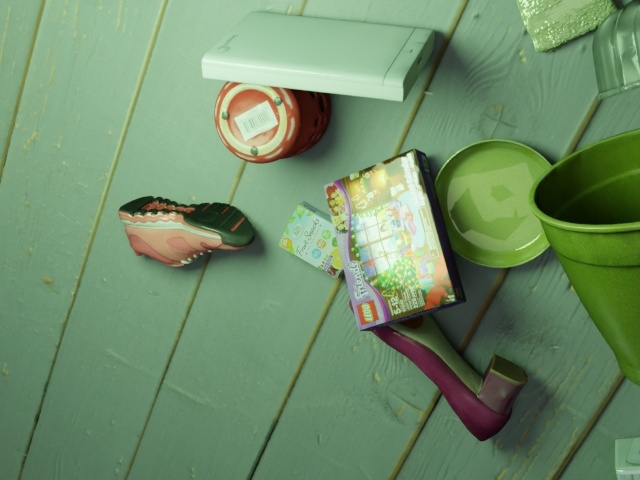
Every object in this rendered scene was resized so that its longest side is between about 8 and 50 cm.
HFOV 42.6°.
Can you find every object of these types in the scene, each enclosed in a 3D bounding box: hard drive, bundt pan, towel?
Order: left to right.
[{"bbox_3d":[0.002,-0.328,1.436,0.353,0.233,0.047,10,128,16],"label":"hard drive"},{"bbox_3d":[0.416,-0.391,1.384,0.148,0.027,0.110,-23,98,24],"label":"towel"},{"bbox_3d":[0.553,-0.318,1.198,0.331,0.331,0.124,-17,94,23],"label":"bundt pan"}]

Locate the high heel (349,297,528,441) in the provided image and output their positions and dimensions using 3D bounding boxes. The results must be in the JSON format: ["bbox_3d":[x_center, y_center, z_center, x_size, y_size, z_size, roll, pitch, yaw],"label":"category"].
[{"bbox_3d":[0.201,0.251,1.605,0.377,0.127,0.181,30,120,13],"label":"high heel"}]

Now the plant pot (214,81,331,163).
[{"bbox_3d":[-0.094,-0.242,1.529,0.191,0.174,0.191,5,105,19],"label":"plant pot"}]

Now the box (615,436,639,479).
[{"bbox_3d":[0.684,0.498,1.504,0.231,0.127,0.261,-12,101,21],"label":"box"}]

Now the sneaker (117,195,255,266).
[{"bbox_3d":[-0.272,-0.005,1.711,0.314,0.116,0.136,10,119,23],"label":"sneaker"}]

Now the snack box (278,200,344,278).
[{"bbox_3d":[0.000,0.000,1.641,0.141,0.037,0.100,31,112,9],"label":"snack box"}]

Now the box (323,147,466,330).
[{"bbox_3d":[0.133,0.002,1.518,0.201,0.057,0.293,-21,74,27],"label":"box"}]

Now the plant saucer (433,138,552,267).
[{"bbox_3d":[0.326,-0.069,1.507,0.241,0.037,0.240,6,108,18],"label":"plant saucer"}]

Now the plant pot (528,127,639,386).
[{"bbox_3d":[0.563,0.042,1.313,0.367,0.366,0.353,-14,112,22],"label":"plant pot"}]
